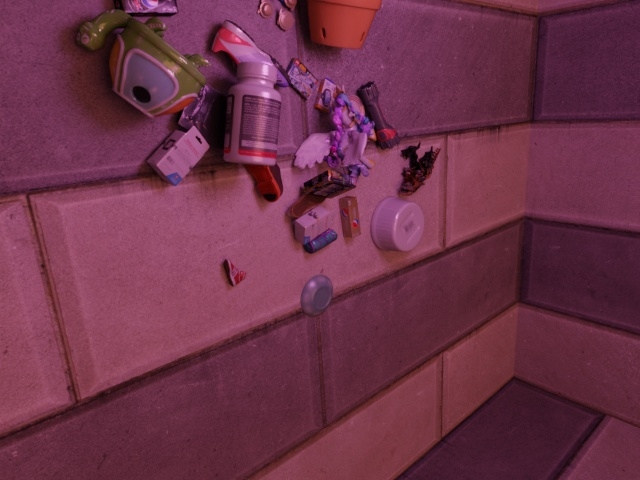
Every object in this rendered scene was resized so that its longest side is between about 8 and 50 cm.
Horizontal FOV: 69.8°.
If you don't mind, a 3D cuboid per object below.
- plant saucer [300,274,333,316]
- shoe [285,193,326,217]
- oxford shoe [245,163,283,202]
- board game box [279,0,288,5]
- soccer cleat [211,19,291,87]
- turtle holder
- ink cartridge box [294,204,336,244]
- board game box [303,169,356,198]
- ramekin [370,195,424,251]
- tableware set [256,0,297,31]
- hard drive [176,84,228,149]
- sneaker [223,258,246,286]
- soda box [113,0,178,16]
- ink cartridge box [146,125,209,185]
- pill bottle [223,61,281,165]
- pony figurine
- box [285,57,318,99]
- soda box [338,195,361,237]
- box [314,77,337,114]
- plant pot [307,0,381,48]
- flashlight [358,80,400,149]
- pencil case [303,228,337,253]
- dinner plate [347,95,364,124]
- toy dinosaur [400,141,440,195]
[{"bbox_3d":[-0.003,0.251,2.046,0.195,0.037,0.194,-11,106,-40],"label":"plant saucer"},{"bbox_3d":[-0.057,-0.160,1.893,0.219,0.058,0.076,-37,102,-35],"label":"shoe"},{"bbox_3d":[-0.211,-0.281,1.712,0.098,0.097,0.271,-56,134,-55],"label":"oxford shoe"},{"bbox_3d":[-0.143,-0.915,1.653,0.090,0.020,0.089,15,90,-44],"label":"board game box"},{"bbox_3d":[-0.235,-0.619,1.598,0.318,0.108,0.116,30,99,-44],"label":"soccer cleat"},{"bbox_3d":[-0.491,-0.493,1.290,0.227,0.243,0.320,-53,141,2],"label":"turtle holder"},{"bbox_3d":[-0.022,-0.073,1.910,0.181,0.062,0.104,-34,148,-32],"label":"ink cartridge box"},{"bbox_3d":[0.036,-0.222,1.830,0.141,0.170,0.048,7,74,-36],"label":"board game box"},{"bbox_3d":[0.389,-0.074,2.260,0.277,0.135,0.277,-12,108,-40],"label":"ramekin"},{"bbox_3d":[-0.147,-0.849,1.646,0.169,0.020,0.141,15,102,-44],"label":"tableware set"},{"bbox_3d":[-0.354,-0.409,1.556,0.255,0.054,0.171,23,84,-43],"label":"hard drive"},{"bbox_3d":[-0.319,0.109,1.719,0.067,0.042,0.118,-28,125,-31],"label":"sneaker"},{"bbox_3d":[-0.509,-0.690,1.344,0.169,0.060,0.053,-22,113,-37],"label":"soda box"},{"bbox_3d":[-0.455,-0.278,1.478,0.180,0.060,0.104,-54,143,-19],"label":"ink cartridge box"},{"bbox_3d":[-0.222,-0.412,1.517,0.176,0.176,0.318,-1,101,-42],"label":"pill bottle"},{"bbox_3d":[0.098,-0.393,1.857,0.363,0.303,0.350,45,59,-53],"label":"pony figurine"},{"bbox_3d":[-0.077,-0.625,1.777,0.137,0.027,0.093,35,78,-42],"label":"box"},{"bbox_3d":[0.133,-0.106,2.068,0.058,0.061,0.181,-24,115,-37],"label":"soda box"},{"bbox_3d":[0.026,-0.595,1.879,0.081,0.028,0.136,16,91,-43],"label":"box"},{"bbox_3d":[0.072,-0.840,1.715,0.291,0.291,0.203,-16,128,-39],"label":"plant pot"},{"bbox_3d":[0.265,-0.561,2.062,0.103,0.103,0.304,-32,117,-9],"label":"flashlight"},{"bbox_3d":[0.000,0.000,1.970,0.152,0.065,0.070,-31,135,-34],"label":"pencil case"},{"bbox_3d":[0.138,-0.558,1.996,0.141,0.017,0.141,-11,107,-41],"label":"dinner plate"},{"bbox_3d":[0.497,-0.367,2.314,0.218,0.165,0.321,70,36,-46],"label":"toy dinosaur"}]
